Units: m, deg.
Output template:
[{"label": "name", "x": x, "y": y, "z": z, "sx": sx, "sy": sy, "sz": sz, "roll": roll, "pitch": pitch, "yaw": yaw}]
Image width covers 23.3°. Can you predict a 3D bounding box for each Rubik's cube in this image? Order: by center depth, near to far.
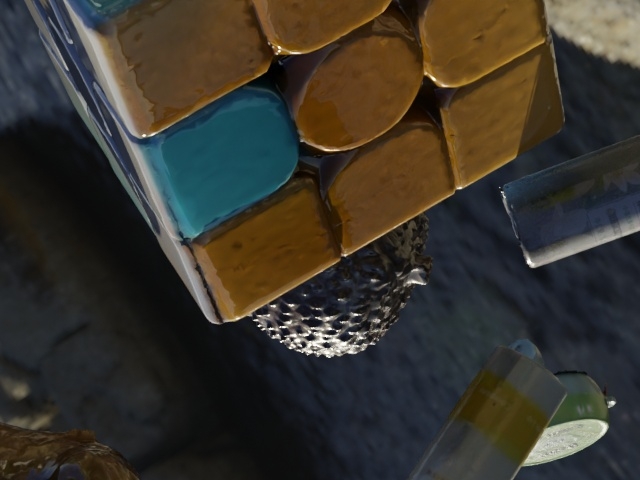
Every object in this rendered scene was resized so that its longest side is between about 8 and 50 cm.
[{"label": "Rubik's cube", "x": -0.041, "y": -0.178, "z": 1.063, "sx": 0.290, "sy": 0.292, "sz": 0.291, "roll": 53, "pitch": 169, "yaw": 40}]

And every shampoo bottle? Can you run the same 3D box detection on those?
[{"label": "shampoo bottle", "x": 0.239, "y": -0.045, "z": 1.116, "sx": 0.072, "sy": 0.214, "sz": 0.072, "roll": -20, "pitch": -90, "yaw": -82}]

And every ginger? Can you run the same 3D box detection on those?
[{"label": "ginger", "x": -0.279, "y": 0.219, "z": 1.257, "sx": 0.321, "sy": 0.165, "sz": 0.172, "roll": 8, "pitch": 135, "yaw": 22}]

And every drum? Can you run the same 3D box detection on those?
[{"label": "drum", "x": 0.176, "y": 0.147, "z": 1.387, "sx": 0.253, "sy": 0.130, "sz": 0.049, "roll": 32, "pitch": -143, "yaw": -56}]

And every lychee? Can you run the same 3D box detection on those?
[{"label": "lychee", "x": 0.002, "y": 0.005, "z": 1.933, "sx": 0.300, "sy": 0.300, "sz": 0.300, "roll": 46, "pitch": 157, "yaw": 26}]

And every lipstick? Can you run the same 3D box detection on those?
[{"label": "lipstick", "x": 0.064, "y": 0.189, "z": 0.987, "sx": 0.059, "sy": 0.264, "sz": 0.059, "roll": 33, "pitch": 168, "yaw": 8}]
